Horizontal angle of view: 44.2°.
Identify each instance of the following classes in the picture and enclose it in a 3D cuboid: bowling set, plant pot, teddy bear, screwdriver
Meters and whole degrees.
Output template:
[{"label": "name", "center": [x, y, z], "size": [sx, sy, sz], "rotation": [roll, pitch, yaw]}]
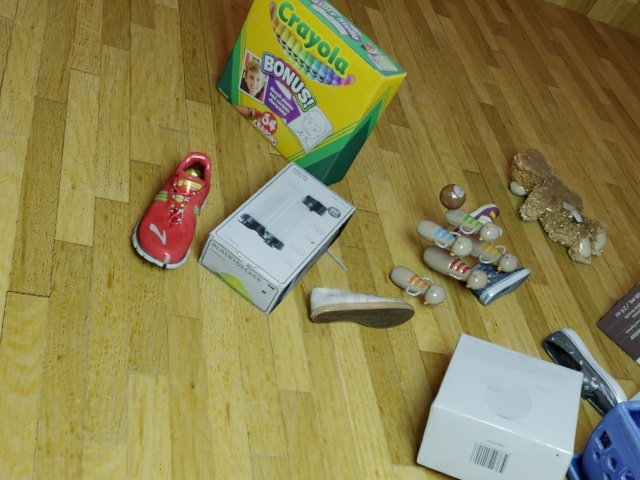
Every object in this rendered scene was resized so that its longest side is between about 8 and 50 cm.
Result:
[{"label": "bowling set", "center": [0.286, 0.001, 1.609], "size": [0.287, 0.200, 0.154], "rotation": [-28, 44, -36]}, {"label": "plant pot", "center": [0.585, 0.428, 1.376], "size": [0.236, 0.212, 0.236], "rotation": [5, 46, -30]}, {"label": "teddy bear", "center": [0.602, -0.079, 2.038], "size": [0.338, 0.113, 0.245], "rotation": [42, 46, 1]}, {"label": "screwdriver", "center": [0.000, 0.000, 1.603], "size": [0.170, 0.024, 0.025], "rotation": [42, 68, 10]}]

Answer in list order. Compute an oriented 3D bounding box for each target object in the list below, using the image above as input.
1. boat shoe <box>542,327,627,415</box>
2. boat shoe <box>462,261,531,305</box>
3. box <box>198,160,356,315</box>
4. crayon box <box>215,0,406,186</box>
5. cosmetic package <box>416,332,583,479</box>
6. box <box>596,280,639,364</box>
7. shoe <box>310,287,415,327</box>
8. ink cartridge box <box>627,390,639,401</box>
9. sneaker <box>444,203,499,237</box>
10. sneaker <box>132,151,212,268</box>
[{"label": "boat shoe", "center": [0.538, 0.281, 1.619], "size": [0.076, 0.080, 0.228], "rotation": [-15, 59, -22]}, {"label": "boat shoe", "center": [0.392, 0.076, 1.744], "size": [0.183, 0.065, 0.083], "rotation": [-19, 59, -44]}, {"label": "box", "center": [-0.077, -0.012, 1.490], "size": [0.169, 0.087, 0.290], "rotation": [36, 44, 5]}, {"label": "crayon box", "center": [-0.033, -0.349, 1.720], "size": [0.363, 0.313, 0.106], "rotation": [46, 40, 17]}, {"label": "cosmetic package", "center": [0.307, 0.298, 1.331], "size": [0.224, 0.138, 0.225], "rotation": [18, 31, 15]}, {"label": "box", "center": [0.786, 0.185, 1.806], "size": [0.203, 0.168, 0.167], "rotation": [45, 39, 18]}, {"label": "shoe", "center": [0.080, 0.121, 1.480], "size": [0.219, 0.076, 0.058], "rotation": [5, 50, -27]}, {"label": "ink cartridge box", "center": [0.755, 0.426, 1.519], "size": [0.069, 0.176, 0.371], "rotation": [4, 46, -31]}, {"label": "sneaker", "center": [0.369, -0.025, 1.846], "size": [0.185, 0.069, 0.084], "rotation": [-22, 70, -38]}, {"label": "sneaker", "center": [-0.260, -0.067, 1.423], "size": [0.107, 0.118, 0.279], "rotation": [21, 39, -12]}]
